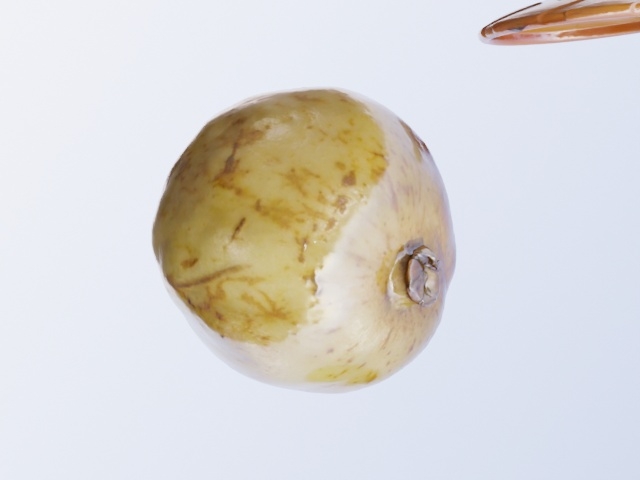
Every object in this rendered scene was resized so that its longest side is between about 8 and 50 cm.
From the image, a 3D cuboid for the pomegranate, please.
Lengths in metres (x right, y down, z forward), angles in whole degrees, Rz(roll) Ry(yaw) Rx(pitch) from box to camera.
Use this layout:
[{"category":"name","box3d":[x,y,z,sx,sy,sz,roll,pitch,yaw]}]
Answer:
[{"category":"pomegranate","box3d":[0.000,0.000,1.033,0.215,0.215,0.215,-40,-146,34]}]

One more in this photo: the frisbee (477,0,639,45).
[{"category":"frisbee","box3d":[0.227,-0.192,1.268,0.192,0.192,0.035,-3,-88,58]}]
